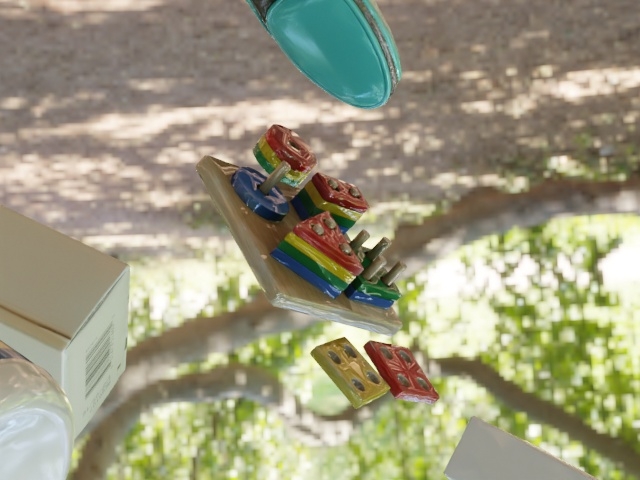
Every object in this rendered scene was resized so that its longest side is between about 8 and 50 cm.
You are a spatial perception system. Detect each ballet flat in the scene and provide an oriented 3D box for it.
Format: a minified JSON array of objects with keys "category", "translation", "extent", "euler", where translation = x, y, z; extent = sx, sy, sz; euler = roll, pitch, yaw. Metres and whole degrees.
[{"category":"ballet flat","translation":[-0.023,-0.201,1.013],"extent":[0.083,0.087,0.247],"euler":[-28,123,38]}]

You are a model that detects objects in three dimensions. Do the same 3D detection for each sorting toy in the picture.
[{"category":"sorting toy","translation":[0.000,0.000,0.959],"extent":[0.132,0.274,0.046],"euler":[18,123,-47]}]

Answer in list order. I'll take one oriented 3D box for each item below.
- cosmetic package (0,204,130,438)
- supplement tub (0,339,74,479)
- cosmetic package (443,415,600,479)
[{"category":"cosmetic package","translation":[-0.325,0.040,1.211],"extent":[0.310,0.113,0.160],"euler":[23,139,11]},{"category":"supplement tub","translation":[-0.233,0.079,0.661],"extent":[0.200,0.144,0.144],"euler":[30,-174,21]},{"category":"cosmetic package","translation":[0.218,0.221,1.095],"extent":[0.239,0.060,0.099],"euler":[25,175,41]}]
